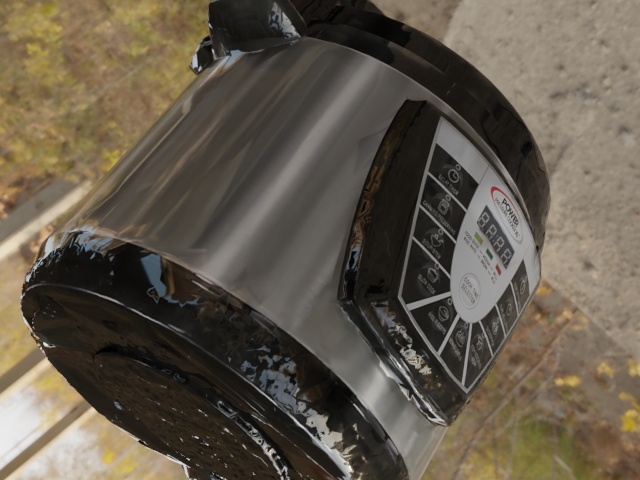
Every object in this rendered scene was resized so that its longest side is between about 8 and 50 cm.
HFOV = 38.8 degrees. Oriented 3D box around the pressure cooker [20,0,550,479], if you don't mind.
[{"bbox_3d":[-0.005,-0.002,0.813,0.376,0.420,0.369,32,150,7],"label":"pressure cooker"}]
